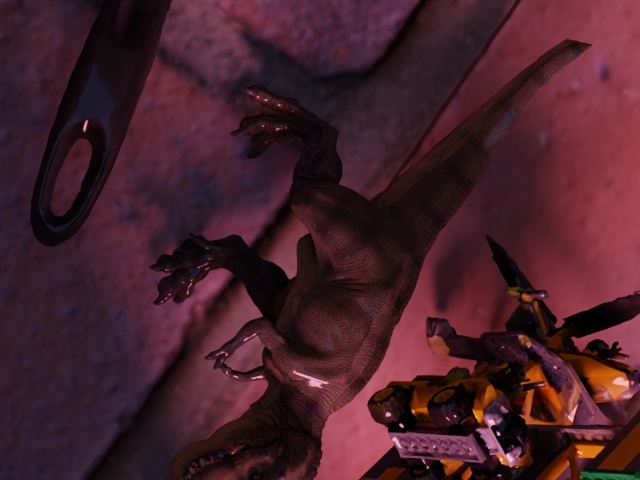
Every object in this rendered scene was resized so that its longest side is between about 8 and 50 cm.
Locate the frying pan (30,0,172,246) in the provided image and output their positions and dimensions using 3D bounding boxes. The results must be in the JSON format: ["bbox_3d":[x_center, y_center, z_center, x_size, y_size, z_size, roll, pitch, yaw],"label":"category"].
[{"bbox_3d":[-0.030,-0.163,0.749,0.197,0.053,0.326,-1,93,-11],"label":"frying pan"}]

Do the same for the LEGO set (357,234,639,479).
[{"bbox_3d":[0.179,0.139,0.706,0.192,0.255,0.331,-41,101,-31],"label":"LEGO set"}]

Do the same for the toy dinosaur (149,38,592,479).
[{"bbox_3d":[0.000,0.000,0.744,0.118,0.064,0.268,25,67,25],"label":"toy dinosaur"}]
